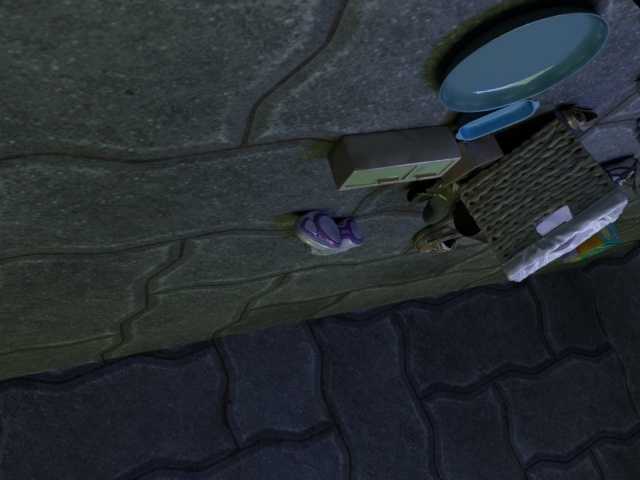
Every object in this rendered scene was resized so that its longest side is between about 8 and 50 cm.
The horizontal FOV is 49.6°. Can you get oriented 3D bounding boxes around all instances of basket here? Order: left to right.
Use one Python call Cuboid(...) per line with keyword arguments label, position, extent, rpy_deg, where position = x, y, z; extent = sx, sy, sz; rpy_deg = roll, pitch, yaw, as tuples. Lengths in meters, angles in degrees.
Cuboid(label="basket", position=(0.542, -0.067, 2.199), extent=(0.227, 0.154, 0.204), rpy_deg=(3, 138, -40))
Cuboid(label="basket", position=(0.553, -0.089, 1.758), extent=(0.328, 0.266, 0.331), rpy_deg=(-36, 166, 13))

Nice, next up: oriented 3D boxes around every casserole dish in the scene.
Cuboid(label="casserole dish", position=(0.381, -0.275, 1.513), extent=(0.188, 0.037, 0.114), rpy_deg=(-20, 164, 17))

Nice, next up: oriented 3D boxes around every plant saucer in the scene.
Cuboid(label="plant saucer", position=(0.366, -0.335, 1.276), extent=(0.317, 0.043, 0.317), rpy_deg=(-15, 165, -4))

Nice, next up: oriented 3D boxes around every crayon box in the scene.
Cuboid(label="crayon box", position=(0.777, -0.088, 2.111), extent=(0.081, 0.278, 0.165), rpy_deg=(-5, 162, -31))

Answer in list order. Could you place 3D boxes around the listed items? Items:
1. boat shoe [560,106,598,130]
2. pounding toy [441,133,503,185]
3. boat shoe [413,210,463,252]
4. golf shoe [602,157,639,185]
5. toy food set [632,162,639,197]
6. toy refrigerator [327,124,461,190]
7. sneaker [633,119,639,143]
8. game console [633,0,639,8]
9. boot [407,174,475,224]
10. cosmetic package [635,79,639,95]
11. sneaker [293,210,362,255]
Cuboid(label="boat shoe", position=(0.621, -0.296, 1.656), extent=(0.048, 0.056, 0.153), rpy_deg=(-38, 157, 32))
Cuboid(label="pounding toy", position=(0.327, -0.200, 1.646), extent=(0.130, 0.100, 0.141), rpy_deg=(-23, 174, -36))
Cuboid(label="boat shoe", position=(0.414, -0.005, 2.370), extent=(0.109, 0.098, 0.302), rpy_deg=(-9, 163, -24))
Cuboid(label="golf shoe", position=(0.896, -0.199, 2.203), extent=(0.273, 0.120, 0.105), rpy_deg=(-36, 162, -13))
Cuboid(label="toy food set", position=(1.243, -0.259, 2.385), extent=(0.306, 0.092, 0.220), rpy_deg=(-20, 153, 10))
Cuboid(label="toy refrigerator", position=(0.164, -0.179, 1.521), extent=(0.269, 0.094, 0.102), rpy_deg=(-10, 163, -24))
Cuboid(label="sneaker", position=(0.922, -0.293, 1.916), extent=(0.071, 0.083, 0.191), rpy_deg=(-19, 163, 16))
Cuboid(label="game console", position=(0.724, -0.461, 1.204), extent=(0.361, 0.044, 0.213), rpy_deg=(-5, 163, -33))
Cuboid(label="boot", position=(0.304, -0.123, 1.922), extent=(0.161, 0.083, 0.246), rpy_deg=(-1, 154, -25))
Cuboid(label="cosmetic package", position=(0.863, -0.361, 1.508), extent=(0.224, 0.138, 0.224), rpy_deg=(-13, 163, -11))
Cuboid(label="sneaker", position=(0.000, 0.000, 1.937), extent=(0.152, 0.114, 0.305), rpy_deg=(-25, 162, 26))
